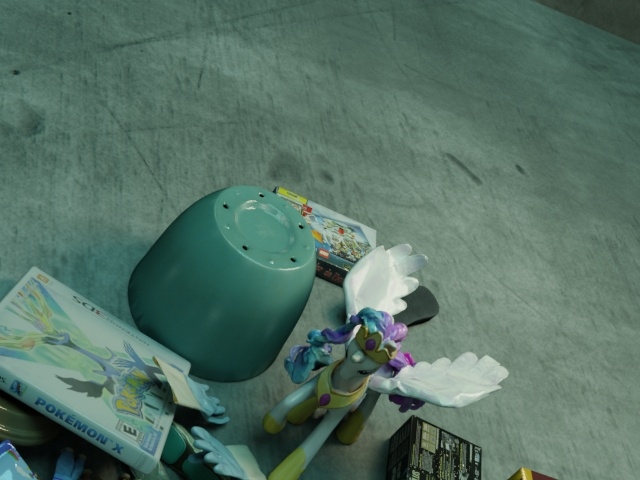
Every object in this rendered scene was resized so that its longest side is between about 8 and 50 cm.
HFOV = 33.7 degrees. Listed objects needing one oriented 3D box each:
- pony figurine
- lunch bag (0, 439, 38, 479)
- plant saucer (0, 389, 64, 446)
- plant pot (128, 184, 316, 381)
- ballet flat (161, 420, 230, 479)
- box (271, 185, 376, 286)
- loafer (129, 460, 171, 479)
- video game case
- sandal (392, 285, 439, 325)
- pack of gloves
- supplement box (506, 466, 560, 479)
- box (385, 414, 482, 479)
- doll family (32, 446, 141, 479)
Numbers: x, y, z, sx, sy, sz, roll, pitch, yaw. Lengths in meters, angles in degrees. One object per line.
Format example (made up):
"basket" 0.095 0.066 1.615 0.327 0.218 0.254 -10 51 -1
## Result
"pony figurine" 0.080 0.207 1.667 0.303 0.363 0.351 48 39 15
"lunch bag" -0.425 0.410 1.212 0.221 0.138 0.293 52 37 1
"plant saucer" -0.458 0.169 1.463 0.278 0.041 0.278 40 12 -11
"plant pot" -0.142 0.049 1.765 0.293 0.235 0.293 21 39 -19
"ballet flat" -0.202 0.324 1.594 0.168 0.057 0.052 47 11 7
"box" 0.000 0.000 2.082 0.233 0.044 0.159 24 39 -16
"loafer" -0.244 0.346 1.543 0.045 0.039 0.125 -34 67 -17
"video game case" -0.341 0.176 1.532 0.300 0.036 0.329 33 15 -8
"sandal" 0.140 0.140 2.051 0.254 0.054 0.097 3 55 -49
"pack of gloves" -0.175 0.287 1.582 0.195 0.046 0.232 55 3 25
"supplement box" 0.389 0.518 1.777 0.194 0.129 0.191 22 40 -19
"box" 0.191 0.408 1.778 0.147 0.077 0.180 27 38 -13
"doll family" -0.308 0.365 1.444 0.193 0.076 0.111 24 43 -8
